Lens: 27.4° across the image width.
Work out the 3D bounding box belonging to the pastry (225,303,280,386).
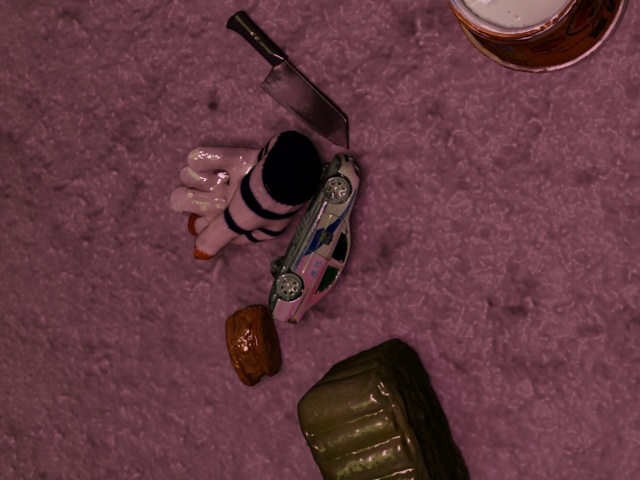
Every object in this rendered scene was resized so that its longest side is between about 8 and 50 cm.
[{"bbox_3d":[-0.086,0.133,1.683,0.057,0.097,0.109,-18,121,8],"label":"pastry"}]

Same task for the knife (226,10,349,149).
[{"bbox_3d":[-0.042,-0.200,1.688,0.230,0.028,0.060,45,118,7],"label":"knife"}]

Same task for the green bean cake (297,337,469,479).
[{"bbox_3d":[0.080,0.243,1.555,0.125,0.248,0.222,-22,89,18],"label":"green bean cake"}]

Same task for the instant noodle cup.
[{"bbox_3d":[0.237,-0.303,1.507,0.215,0.172,0.216,1,94,19],"label":"instant noodle cup"}]

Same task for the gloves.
[{"bbox_3d":[-0.095,-0.055,1.667,0.218,0.131,0.140,-33,61,55],"label":"gloves"}]

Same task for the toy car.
[{"bbox_3d":[0.000,0.000,1.651,0.076,0.090,0.224,25,100,-11],"label":"toy car"}]
